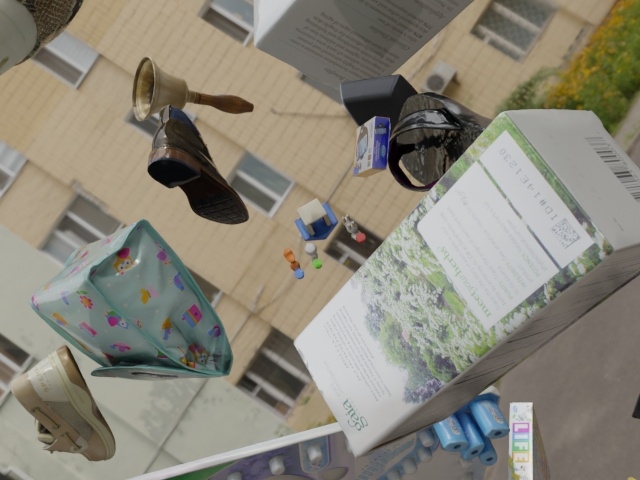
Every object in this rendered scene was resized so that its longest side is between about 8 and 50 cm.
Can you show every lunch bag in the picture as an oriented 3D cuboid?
[{"bbox_3d":[-0.276,0.124,1.080,0.223,0.262,0.160,-16,29,45],"label":"lunch bag"}]

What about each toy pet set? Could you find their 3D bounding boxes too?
[{"bbox_3d":[0.000,0.000,1.108,0.122,0.114,0.065,-29,-29,-2],"label":"toy pet set"}]

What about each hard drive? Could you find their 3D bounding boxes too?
[{"bbox_3d":[0.164,-0.258,1.541,0.255,0.172,0.054,39,-118,-44],"label":"hard drive"}]

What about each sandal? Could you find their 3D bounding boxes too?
[{"bbox_3d":[0.180,-0.139,1.112,0.446,0.107,0.167,-133,32,-71],"label":"sandal"}]

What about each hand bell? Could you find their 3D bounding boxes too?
[{"bbox_3d":[-0.245,-0.290,1.445,0.242,0.126,0.126,3,-48,-33],"label":"hand bell"}]

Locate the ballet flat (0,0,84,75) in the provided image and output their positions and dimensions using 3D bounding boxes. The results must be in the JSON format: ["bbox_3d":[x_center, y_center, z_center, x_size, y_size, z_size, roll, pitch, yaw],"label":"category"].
[{"bbox_3d":[-0.583,-0.289,1.079,0.483,0.182,0.164,-19,-44,2],"label":"ballet flat"}]

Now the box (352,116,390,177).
[{"bbox_3d":[0.081,-0.147,1.127,0.136,0.028,0.081,171,102,-80],"label":"box"}]

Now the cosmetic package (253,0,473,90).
[{"bbox_3d":[0.082,-0.605,1.632,0.394,0.330,0.327,-36,46,40],"label":"cosmetic package"}]

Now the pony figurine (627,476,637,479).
[{"bbox_3d":[0.382,0.514,0.978,0.363,0.303,0.351,-52,-19,-4],"label":"pony figurine"}]

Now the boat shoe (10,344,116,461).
[{"bbox_3d":[-0.388,0.268,1.077,0.098,0.109,0.302,-27,-30,-21],"label":"boat shoe"}]

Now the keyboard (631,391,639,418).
[{"bbox_3d":[0.517,0.114,0.906,0.202,0.033,0.317,-17,-47,-13],"label":"keyboard"}]

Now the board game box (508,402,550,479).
[{"bbox_3d":[0.242,0.273,0.816,0.103,0.026,0.154,-74,-31,-43],"label":"board game box"}]

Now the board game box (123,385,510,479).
[{"bbox_3d":[0.006,0.340,0.788,0.390,0.050,0.389,-12,-47,-10],"label":"board game box"}]

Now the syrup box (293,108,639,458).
[{"bbox_3d":[0.090,0.035,0.442,0.096,0.093,0.237,-9,-32,-41],"label":"syrup box"}]

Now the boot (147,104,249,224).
[{"bbox_3d":[-0.170,-0.107,1.048,0.219,0.082,0.106,45,-145,-55],"label":"boot"}]
